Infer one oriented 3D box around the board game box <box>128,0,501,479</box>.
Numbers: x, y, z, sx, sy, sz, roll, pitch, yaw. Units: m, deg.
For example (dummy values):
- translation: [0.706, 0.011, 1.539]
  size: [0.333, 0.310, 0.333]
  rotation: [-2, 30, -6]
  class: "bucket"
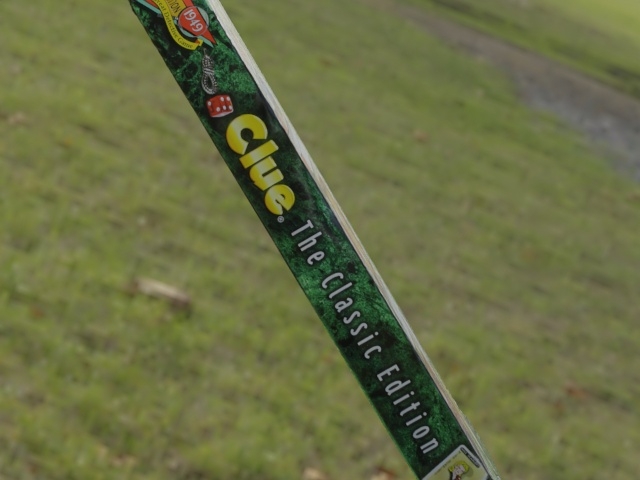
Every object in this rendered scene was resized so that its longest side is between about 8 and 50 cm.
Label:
- translation: [0.000, 0.000, 0.767]
  size: [0.259, 0.030, 0.136]
  rotation: [59, 0, -10]
  class: "board game box"
